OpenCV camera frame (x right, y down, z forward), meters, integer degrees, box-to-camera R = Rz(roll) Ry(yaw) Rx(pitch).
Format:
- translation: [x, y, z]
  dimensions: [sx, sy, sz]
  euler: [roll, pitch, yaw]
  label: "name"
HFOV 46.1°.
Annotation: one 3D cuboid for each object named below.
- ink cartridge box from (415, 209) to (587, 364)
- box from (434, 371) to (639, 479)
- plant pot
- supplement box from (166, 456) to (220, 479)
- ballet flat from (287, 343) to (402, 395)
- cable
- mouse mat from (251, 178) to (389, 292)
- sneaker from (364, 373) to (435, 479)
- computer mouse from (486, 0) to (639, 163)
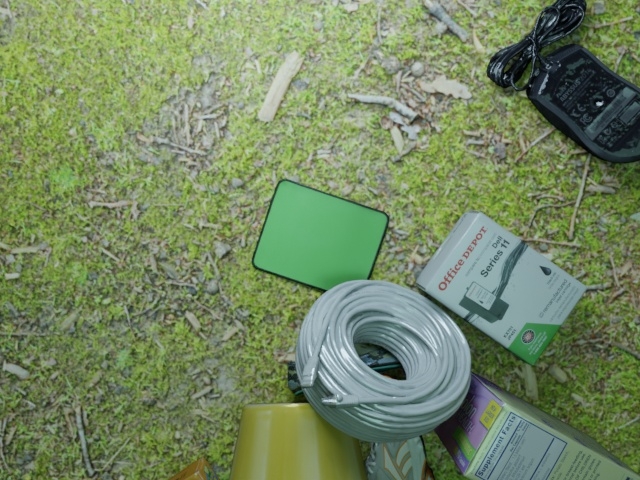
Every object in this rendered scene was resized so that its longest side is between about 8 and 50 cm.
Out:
- translation: [0.277, 0.070, 1.171]
  dimensions: [0.208, 0.087, 0.153]
  euler: [34, 91, -3]
  label: "ink cartridge box"
- translation: [0.318, 0.320, 1.125]
  dimensions: [0.243, 0.213, 0.117]
  euler: [30, 91, -4]
  label: "box"
- translation: [-0.034, 0.360, 1.108]
  dimensions: [0.254, 0.254, 0.238]
  euler: [-1, 79, -3]
  label: "plant pot"
- translation: [-0.263, 0.441, 1.175]
  dimensions: [0.233, 0.078, 0.080]
  euler: [-36, 95, 1]
  label: "supplement box"
- translation: [0.037, 0.190, 1.183]
  dimensions: [0.189, 0.070, 0.070]
  euler: [-14, 94, -5]
  label: "ballet flat"
- translation: [0.091, 0.172, 1.096]
  dimensions: [0.257, 0.257, 0.089]
  euler: [15, 131, -9]
  label: "cable"
- translation: [0.000, 0.000, 1.194]
  dimensions: [0.190, 0.007, 0.152]
  euler: [19, 93, -3]
  label: "mouse mat"
- translation: [0.108, 0.342, 1.179]
  dimensions: [0.121, 0.099, 0.262]
  euler: [-16, 93, 3]
  label: "sneaker"
- translation: [0.410, -0.230, 1.172]
  dimensions: [0.188, 0.072, 0.272]
  euler: [-42, 82, 3]
  label: "computer mouse"
